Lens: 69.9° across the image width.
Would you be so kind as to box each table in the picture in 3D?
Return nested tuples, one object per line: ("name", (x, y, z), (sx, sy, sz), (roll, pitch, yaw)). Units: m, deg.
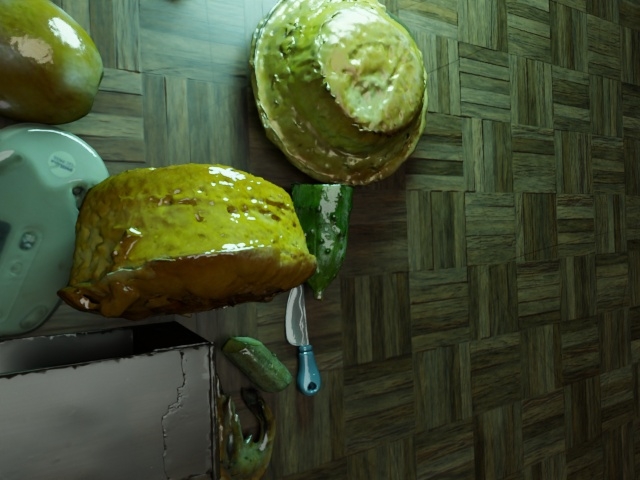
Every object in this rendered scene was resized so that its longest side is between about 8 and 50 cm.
("table", (-0.322, 0.241, 0.666), (0.282, 0.251, 0.196), (-1, 90, -31))

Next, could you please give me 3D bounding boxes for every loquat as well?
("loquat", (-0.433, -0.264, 0.656), (0.228, 0.179, 0.179), (21, 79, -20))

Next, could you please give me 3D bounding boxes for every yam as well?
("yam", (-0.122, 0.233, 0.883), (0.069, 0.070, 0.146), (-47, 110, -22))

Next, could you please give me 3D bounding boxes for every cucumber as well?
("cucumber", (0.001, 0.000, 0.930), (0.134, 0.134, 0.244), (3, 91, -30))

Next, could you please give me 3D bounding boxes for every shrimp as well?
("shrimp", (-0.147, 0.356, 0.873), (0.145, 0.059, 0.254), (-4, 91, -33))

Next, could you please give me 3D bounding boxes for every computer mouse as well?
("computer mouse", (-0.448, -0.014, 0.685), (0.197, 0.095, 0.330), (27, 87, -43))

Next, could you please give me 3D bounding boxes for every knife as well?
("knife", (-0.042, 0.203, 0.956), (0.058, 0.032, 0.244), (-10, 90, -21))

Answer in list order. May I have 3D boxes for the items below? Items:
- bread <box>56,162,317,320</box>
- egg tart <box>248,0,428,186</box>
("bread", (-0.195, 0.012, 0.695), (0.358, 0.337, 0.204), (5, 69, -58))
("egg tart", (0.071, -0.329, 0.941), (0.444, 0.178, 0.442), (0, 90, -28))
